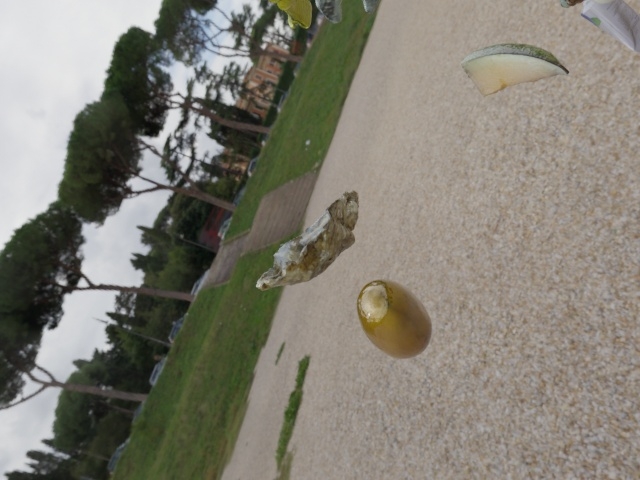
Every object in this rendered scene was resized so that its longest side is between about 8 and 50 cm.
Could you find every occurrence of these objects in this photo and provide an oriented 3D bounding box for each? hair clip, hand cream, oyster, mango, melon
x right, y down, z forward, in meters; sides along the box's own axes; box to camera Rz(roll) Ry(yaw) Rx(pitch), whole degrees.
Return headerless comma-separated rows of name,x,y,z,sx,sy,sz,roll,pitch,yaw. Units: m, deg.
hair clip,-0.055,-0.389,0.738,0.173,0.046,0.072,3,-90,-76
hand cream,0.507,-0.392,0.813,0.084,0.142,0.053,-55,4,-21
oyster,0.001,0.004,1.073,0.166,0.110,0.341,-34,7,46
mango,0.126,0.133,0.796,0.113,0.138,0.253,-36,-23,-1
melon,0.353,-0.320,0.853,0.054,0.098,0.182,-49,25,-18

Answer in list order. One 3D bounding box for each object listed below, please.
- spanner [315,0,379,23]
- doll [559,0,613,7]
spanner,-0.029,-0.314,0.373,0.071,0.302,0.017,-19,45,20
doll,0.247,-0.250,0.417,0.040,0.058,0.085,36,-121,-84
